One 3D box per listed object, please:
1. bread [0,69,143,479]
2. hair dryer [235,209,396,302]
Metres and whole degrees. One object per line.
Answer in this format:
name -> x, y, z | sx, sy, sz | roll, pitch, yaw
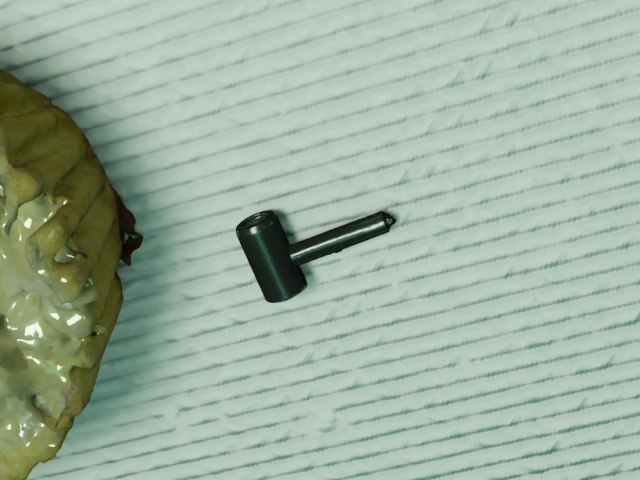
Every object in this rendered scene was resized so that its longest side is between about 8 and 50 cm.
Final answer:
bread -> -0.234, 0.019, 0.834 | 0.274, 0.149, 0.274 | 4, 108, 11
hair dryer -> 0.000, 0.000, 0.846 | 0.083, 0.026, 0.047 | -18, 110, 15
